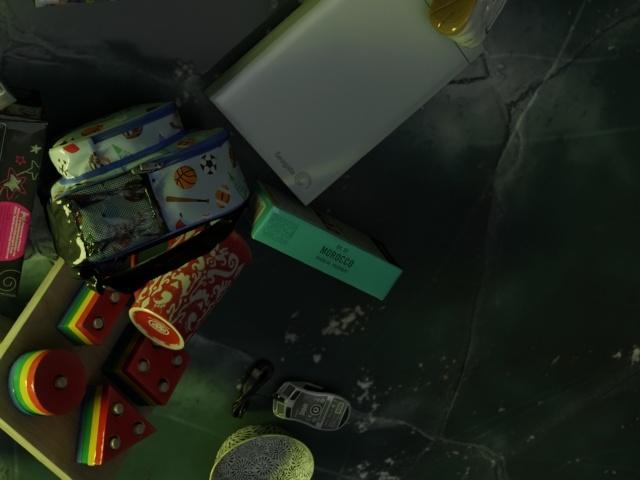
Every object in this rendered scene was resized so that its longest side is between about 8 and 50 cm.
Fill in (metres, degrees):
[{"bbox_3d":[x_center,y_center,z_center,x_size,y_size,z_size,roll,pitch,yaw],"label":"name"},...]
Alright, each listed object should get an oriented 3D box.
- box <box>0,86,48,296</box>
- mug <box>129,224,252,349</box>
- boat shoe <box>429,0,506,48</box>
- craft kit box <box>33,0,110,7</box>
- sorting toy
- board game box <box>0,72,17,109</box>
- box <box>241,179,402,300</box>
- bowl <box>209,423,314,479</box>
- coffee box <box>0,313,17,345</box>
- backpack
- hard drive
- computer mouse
[{"bbox_3d":[-0.459,-0.072,1.486,0.163,0.142,0.247,7,111,-22],"label":"box"},{"bbox_3d":[-0.201,0.060,1.631,0.169,0.150,0.113,-58,140,-30],"label":"mug"},{"bbox_3d":[0.248,-0.399,1.602,0.096,0.098,0.277,26,94,-49],"label":"boat shoe"},{"bbox_3d":[-0.249,-0.428,1.440,0.246,0.061,0.250,-10,118,-19],"label":"craft kit box"},{"bbox_3d":[-0.316,0.192,1.611,0.257,0.089,0.255,51,50,-32],"label":"sorting toy"},{"bbox_3d":[-0.572,-0.223,1.325,0.318,0.066,0.318,-30,89,-4],"label":"board game box"},{"bbox_3d":[0.000,0.000,1.712,0.244,0.100,0.060,27,105,-28],"label":"box"},{"bbox_3d":[-0.101,0.350,1.851,0.170,0.080,0.170,-8,126,-11],"label":"bowl"},{"bbox_3d":[-0.525,0.216,1.626,0.141,0.098,0.246,33,100,-30],"label":"coffee box"},{"bbox_3d":[-0.234,-0.074,1.516,0.263,0.276,0.213,-15,106,-16],"label":"backpack"},{"bbox_3d":[0.039,-0.244,1.638,0.353,0.047,0.233,-41,122,3],"label":"hard drive"},{"bbox_3d":[-0.042,0.260,1.859,0.193,0.042,0.106,19,103,-21],"label":"computer mouse"}]
